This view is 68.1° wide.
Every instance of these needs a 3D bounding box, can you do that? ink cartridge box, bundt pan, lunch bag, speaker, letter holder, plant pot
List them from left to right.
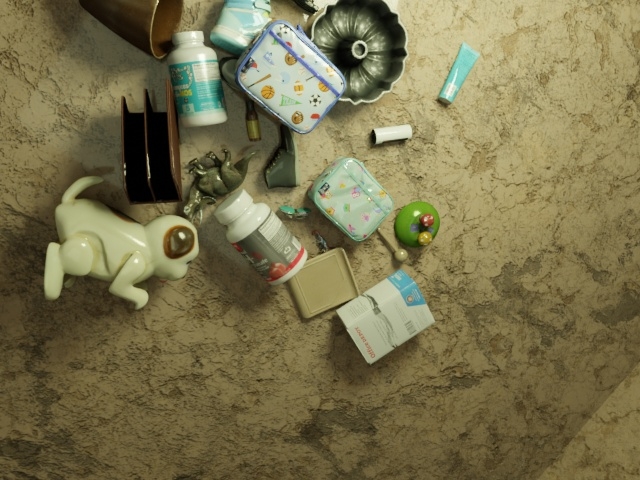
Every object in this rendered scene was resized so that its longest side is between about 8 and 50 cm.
[{"bbox_3d":[-0.531,-0.651,1.309,0.231,0.215,0.215,20,101,-5],"label":"plant pot"},{"bbox_3d":[-0.485,-0.281,1.345,0.152,0.214,0.301,-4,74,-13],"label":"letter holder"},{"bbox_3d":[-0.089,-0.481,1.381,0.303,0.115,0.243,36,104,-28],"label":"lunch bag"},{"bbox_3d":[0.109,-0.152,1.667,0.224,0.108,0.279,-46,112,2],"label":"lunch bag"},{"bbox_3d":[0.107,-0.605,1.519,0.332,0.124,0.330,-4,107,-14],"label":"bundt pan"},{"bbox_3d":[0.249,0.293,1.824,0.308,0.129,0.223,-32,119,-4],"label":"ink cartridge box"},{"bbox_3d":[0.248,-0.373,1.664,0.136,0.055,0.055,-10,109,-12],"label":"speaker"}]

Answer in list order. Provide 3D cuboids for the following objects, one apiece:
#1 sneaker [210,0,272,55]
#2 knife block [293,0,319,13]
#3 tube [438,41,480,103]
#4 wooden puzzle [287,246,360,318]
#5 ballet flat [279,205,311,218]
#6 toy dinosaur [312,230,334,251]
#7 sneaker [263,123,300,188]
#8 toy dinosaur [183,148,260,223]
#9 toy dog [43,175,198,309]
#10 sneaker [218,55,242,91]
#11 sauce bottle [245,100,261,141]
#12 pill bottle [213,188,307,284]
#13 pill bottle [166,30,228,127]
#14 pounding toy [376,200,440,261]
[{"bbox_3d":[-0.156,-0.647,1.441,0.319,0.127,0.208,14,92,-30],"label":"sneaker"},{"bbox_3d":[-0.121,-0.799,1.432,0.276,0.242,0.088,33,97,24],"label":"knife block"},{"bbox_3d":[0.485,-0.585,1.667,0.080,0.052,0.206,26,94,-25],"label":"tube"},{"bbox_3d":[0.006,0.158,1.777,0.239,0.044,0.220,-21,111,-3],"label":"wooden puzzle"},{"bbox_3d":[-0.091,-0.095,1.672,0.115,0.041,0.041,4,106,-15],"label":"ballet flat"},{"bbox_3d":[0.000,0.000,1.736,0.090,0.047,0.082,-19,103,-45],"label":"toy dinosaur"},{"bbox_3d":[-0.137,-0.278,1.578,0.118,0.083,0.221,-11,110,-11],"label":"sneaker"},{"bbox_3d":[-0.331,-0.206,1.550,0.314,0.121,0.160,-33,124,-8],"label":"toy dinosaur"},{"bbox_3d":[-0.590,0.015,1.478,0.409,0.285,0.394,4,86,-17],"label":"toy dog"},{"bbox_3d":[-0.193,-0.489,1.485,0.272,0.108,0.100,27,100,-19],"label":"sneaker"},{"bbox_3d":[-0.220,-0.389,1.544,0.042,0.042,0.128,-9,107,-12],"label":"sauce bottle"},{"bbox_3d":[-0.203,-0.014,1.592,0.176,0.176,0.318,-40,112,0],"label":"pill bottle"},{"bbox_3d":[-0.372,-0.479,1.420,0.147,0.146,0.263,-12,109,-11],"label":"pill bottle"},{"bbox_3d":[0.359,-0.032,1.770,0.237,0.110,0.182,-36,112,-2],"label":"pounding toy"}]
